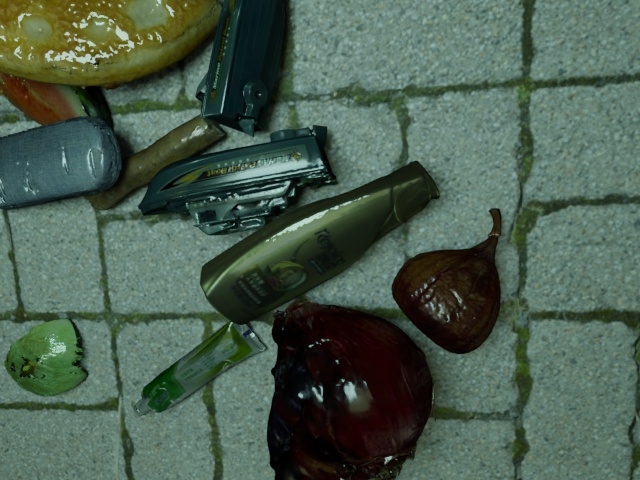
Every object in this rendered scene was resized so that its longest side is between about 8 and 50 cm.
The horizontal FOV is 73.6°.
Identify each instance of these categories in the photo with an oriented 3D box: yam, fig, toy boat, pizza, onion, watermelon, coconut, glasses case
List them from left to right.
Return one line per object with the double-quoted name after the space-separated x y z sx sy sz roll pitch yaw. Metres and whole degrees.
-0.469 0.209 0.728 0.133 0.055 0.158 38 103 2 "coconut"
-0.417 -0.112 0.648 0.282 0.067 0.109 -6 95 23 "glasses case"
-0.420 -0.228 0.658 0.244 0.063 0.119 32 114 1 "watermelon"
-0.339 -0.342 0.574 0.407 0.114 0.278 -8 92 -10 "pizza"
-0.256 -0.118 0.654 0.241 0.057 0.057 -28 94 11 "yam"
-0.123 -0.073 0.611 0.295 0.114 0.122 -12 88 8 "toy boat"
-0.105 -0.270 0.592 0.103 0.092 0.247 16 96 37 "toy boat"
0.028 0.228 0.592 0.280 0.221 0.282 5 98 36 "onion"
0.205 0.050 0.587 0.201 0.134 0.146 -45 101 3 "fig"

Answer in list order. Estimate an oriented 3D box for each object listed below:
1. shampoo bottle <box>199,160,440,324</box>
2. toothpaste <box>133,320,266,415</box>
0.000 0.000 0.612 0.349 0.084 0.126 -29 132 9 "shampoo bottle"
-0.208 0.215 0.703 0.247 0.047 0.078 -36 97 9 "toothpaste"
